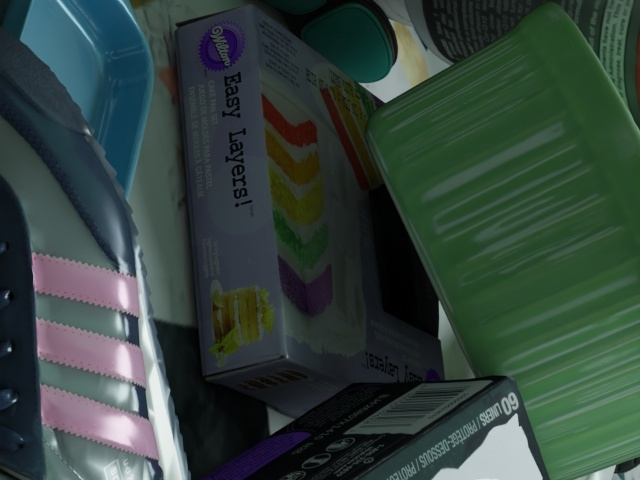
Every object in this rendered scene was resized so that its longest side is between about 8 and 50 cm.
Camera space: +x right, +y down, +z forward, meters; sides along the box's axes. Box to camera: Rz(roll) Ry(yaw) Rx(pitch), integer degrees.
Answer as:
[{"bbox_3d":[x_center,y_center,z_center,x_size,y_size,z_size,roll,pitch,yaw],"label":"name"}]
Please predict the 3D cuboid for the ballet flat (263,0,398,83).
[{"bbox_3d":[-0.003,-0.187,1.349,0.203,0.074,0.074,34,46,-52],"label":"ballet flat"}]

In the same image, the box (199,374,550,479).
[{"bbox_3d":[0.058,0.234,1.079,0.165,0.143,0.270,-29,104,-39],"label":"box"}]

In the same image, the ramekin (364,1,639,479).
[{"bbox_3d":[0.147,0.012,1.196,0.303,0.148,0.303,-25,90,-86],"label":"ramekin"}]

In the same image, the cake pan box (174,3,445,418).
[{"bbox_3d":[0.000,0.000,1.247,0.267,0.070,0.245,32,50,-57],"label":"cake pan box"}]

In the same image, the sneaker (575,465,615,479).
[{"bbox_3d":[0.182,0.115,1.558,0.123,0.106,0.290,28,48,-24],"label":"sneaker"}]

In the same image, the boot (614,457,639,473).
[{"bbox_3d":[0.304,0.126,1.805,0.161,0.083,0.246,45,39,-58],"label":"boot"}]

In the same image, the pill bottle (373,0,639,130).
[{"bbox_3d":[0.194,-0.207,1.393,0.210,0.363,0.210,-25,127,-38],"label":"pill bottle"}]

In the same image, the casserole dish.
[{"bbox_3d":[-0.144,-0.082,1.026,0.114,0.037,0.188,52,32,-39],"label":"casserole dish"}]

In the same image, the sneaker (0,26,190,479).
[{"bbox_3d":[-0.142,0.059,0.831,0.131,0.112,0.319,-48,125,-58],"label":"sneaker"}]
